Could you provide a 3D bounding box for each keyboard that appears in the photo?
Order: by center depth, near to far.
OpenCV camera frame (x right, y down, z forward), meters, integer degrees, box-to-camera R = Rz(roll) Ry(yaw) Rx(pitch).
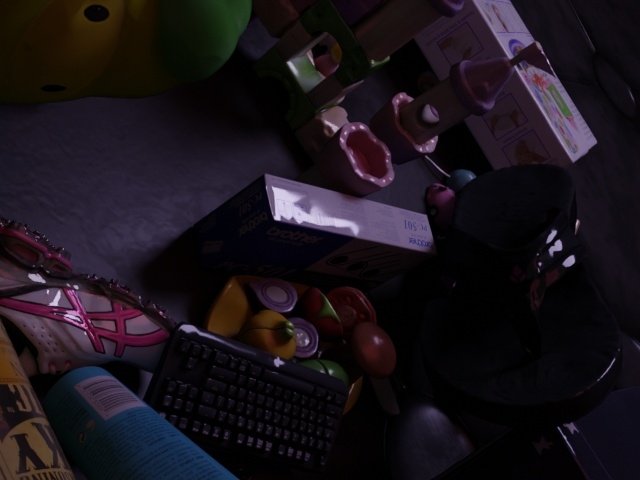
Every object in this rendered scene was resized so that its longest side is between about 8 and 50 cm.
[{"bbox_3d":[-0.054,0.134,0.670,0.180,0.023,0.108,27,83,-41],"label":"keyboard"}]

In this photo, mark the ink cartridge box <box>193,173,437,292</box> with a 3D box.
[{"bbox_3d":[0.000,0.000,0.811,0.207,0.097,0.046,11,57,-44],"label":"ink cartridge box"}]

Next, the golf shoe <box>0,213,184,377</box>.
[{"bbox_3d":[-0.168,0.058,0.617,0.186,0.067,0.086,35,72,-33],"label":"golf shoe"}]

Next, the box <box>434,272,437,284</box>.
[{"bbox_3d":[0.172,0.090,0.947,0.027,0.093,0.137,68,18,-53],"label":"box"}]

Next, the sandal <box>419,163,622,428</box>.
[{"bbox_3d":[0.173,0.010,0.861,0.446,0.167,0.107,-75,151,-61],"label":"sandal"}]

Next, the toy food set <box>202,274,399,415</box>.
[{"bbox_3d":[0.005,0.081,0.779,0.218,0.071,0.128,11,56,-45],"label":"toy food set"}]

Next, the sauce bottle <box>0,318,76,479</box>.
[{"bbox_3d":[-0.165,0.152,0.447,0.111,0.111,0.344,-6,58,-51],"label":"sauce bottle"}]

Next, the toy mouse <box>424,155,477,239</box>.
[{"bbox_3d":[0.168,-0.048,1.093,0.161,0.031,0.143,-16,77,-52],"label":"toy mouse"}]

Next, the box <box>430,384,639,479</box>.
[{"bbox_3d":[0.295,0.315,0.803,0.312,0.179,0.343,4,49,-48],"label":"box"}]

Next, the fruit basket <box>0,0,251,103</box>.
[{"bbox_3d":[-0.226,-0.170,0.452,0.392,0.392,0.283,50,37,-10],"label":"fruit basket"}]

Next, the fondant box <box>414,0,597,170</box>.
[{"bbox_3d":[0.229,-0.233,1.216,0.330,0.096,0.238,58,26,3],"label":"fondant box"}]

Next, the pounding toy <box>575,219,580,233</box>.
[{"bbox_3d":[0.244,0.046,1.053,0.141,0.100,0.130,7,59,-46],"label":"pounding toy"}]

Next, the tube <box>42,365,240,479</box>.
[{"bbox_3d":[-0.092,0.142,0.534,0.080,0.207,0.052,-36,133,-25],"label":"tube"}]

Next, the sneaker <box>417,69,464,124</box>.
[{"bbox_3d":[0.162,-0.189,1.189,0.083,0.032,0.037,48,37,-13],"label":"sneaker"}]

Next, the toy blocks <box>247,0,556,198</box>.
[{"bbox_3d":[0.052,-0.213,0.890,0.289,0.260,0.309,57,37,1],"label":"toy blocks"}]
